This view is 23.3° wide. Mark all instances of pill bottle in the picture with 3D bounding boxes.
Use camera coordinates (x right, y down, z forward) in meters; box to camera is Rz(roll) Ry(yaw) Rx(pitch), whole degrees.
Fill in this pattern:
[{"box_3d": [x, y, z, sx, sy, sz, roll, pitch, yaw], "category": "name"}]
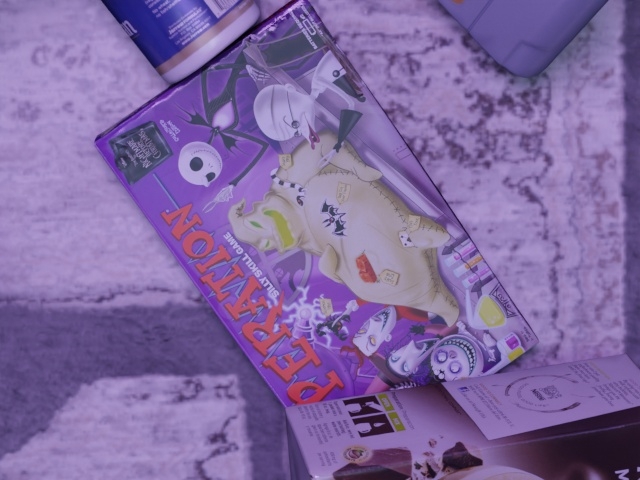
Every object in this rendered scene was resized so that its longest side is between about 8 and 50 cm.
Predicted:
[{"box_3d": [-0.131, -0.212, 1.186, 0.094, 0.094, 0.169, -37, 101, 3], "category": "pill bottle"}]

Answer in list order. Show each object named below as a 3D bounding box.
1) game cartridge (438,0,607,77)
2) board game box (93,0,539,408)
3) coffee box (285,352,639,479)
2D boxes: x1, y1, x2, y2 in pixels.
[{"box_3d": [0.090, -0.264, 1.115, 0.062, 0.198, 0.297, -42, 86, -16], "category": "game cartridge"}, {"box_3d": [0.000, 0.000, 1.265, 0.208, 0.056, 0.347, -34, 102, 7], "category": "board game box"}, {"box_3d": [0.131, 0.208, 1.249, 0.297, 0.119, 0.168, -9, 113, -10], "category": "coffee box"}]
